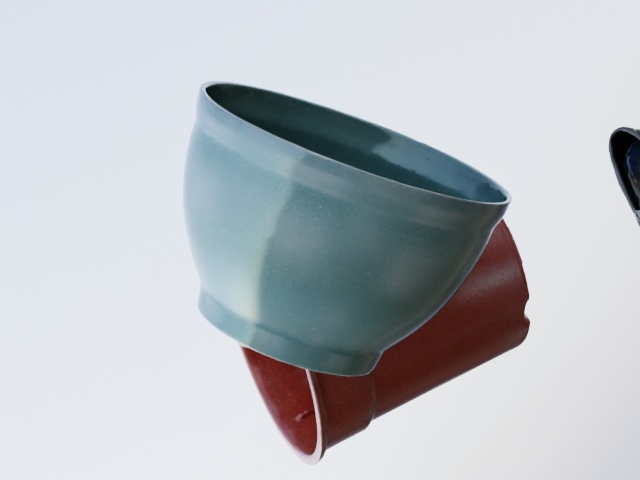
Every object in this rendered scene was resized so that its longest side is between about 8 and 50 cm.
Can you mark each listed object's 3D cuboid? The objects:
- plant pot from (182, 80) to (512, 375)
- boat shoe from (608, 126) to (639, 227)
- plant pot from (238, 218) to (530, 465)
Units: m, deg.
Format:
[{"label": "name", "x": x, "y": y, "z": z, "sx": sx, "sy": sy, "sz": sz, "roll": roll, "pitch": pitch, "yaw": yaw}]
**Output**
[{"label": "plant pot", "x": 0.000, "y": 0.000, "z": 1.549, "sx": 0.293, "sy": 0.293, "sz": 0.196, "roll": -9, "pitch": -59, "yaw": -68}, {"label": "boat shoe", "x": 0.234, "y": -0.022, "z": 1.188, "sx": 0.040, "sy": 0.142, "sz": 0.049, "roll": 21, "pitch": -54, "yaw": -38}, {"label": "plant pot", "x": 0.063, "y": 0.064, "z": 1.837, "sx": 0.265, "sy": 0.272, "sz": 0.272, "roll": -20, "pitch": -25, "yaw": -15}]
